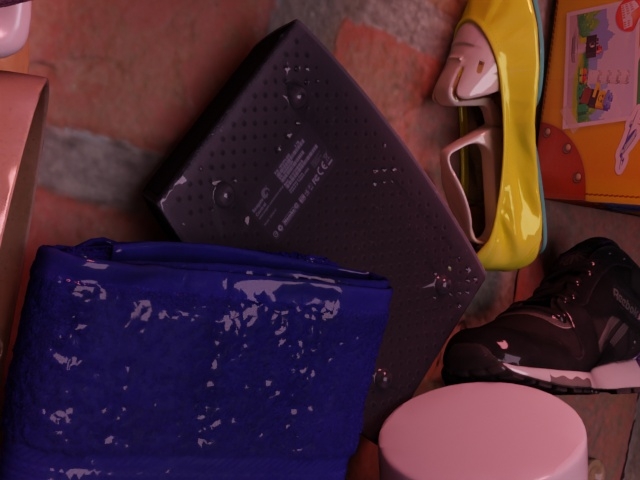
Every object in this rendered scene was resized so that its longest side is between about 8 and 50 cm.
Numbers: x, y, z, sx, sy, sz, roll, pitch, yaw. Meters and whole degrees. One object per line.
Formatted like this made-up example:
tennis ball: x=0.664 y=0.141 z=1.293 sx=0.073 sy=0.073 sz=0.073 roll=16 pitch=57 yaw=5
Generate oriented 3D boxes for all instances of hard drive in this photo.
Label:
hard drive: x=0.000 y=0.000 z=0.857 sx=0.255 sy=0.054 sz=0.172 roll=50 pitch=63 yaw=-34

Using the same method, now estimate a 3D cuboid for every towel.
towel: x=-0.091 y=0.151 z=0.757 sx=0.227 sy=0.076 sz=0.308 roll=8 pitch=100 yaw=-33

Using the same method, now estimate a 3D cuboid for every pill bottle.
pill bottle: x=0.120 y=0.252 z=0.894 sx=0.161 sy=0.161 sz=0.283 roll=-25 pitch=119 yaw=-37

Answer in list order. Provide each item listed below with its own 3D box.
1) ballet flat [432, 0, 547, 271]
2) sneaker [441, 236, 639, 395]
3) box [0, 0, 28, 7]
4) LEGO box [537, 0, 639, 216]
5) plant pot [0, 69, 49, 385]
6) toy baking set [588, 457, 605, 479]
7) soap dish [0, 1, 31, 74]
ballet flat: x=0.121 y=-0.087 z=0.947 sx=0.077 sy=0.077 sz=0.231 roll=-11 pitch=104 yaw=-23
sneaker: x=0.188 y=0.058 z=1.012 sx=0.283 sy=0.107 sz=0.124 roll=6 pitch=81 yaw=-48
box: x=-0.172 y=-0.225 z=0.464 sx=0.201 sy=0.057 sz=0.293 roll=-41 pitch=118 yaw=-66
LEGO box: x=0.391 y=-0.251 z=1.081 sx=0.372 sy=0.193 sz=0.501 roll=8 pitch=89 yaw=-42
plant pot: x=-0.235 y=0.052 z=0.545 sx=0.190 sy=0.284 sz=0.284 roll=10 pitch=87 yaw=-11
toy baking set: x=0.242 y=0.301 z=1.115 sx=0.256 sy=0.030 sz=0.197 roll=37 pitch=70 yaw=-37
soap dish: x=-0.272 y=-0.181 z=0.559 sx=0.290 sy=0.118 sz=0.229 roll=-6 pitch=98 yaw=-40
